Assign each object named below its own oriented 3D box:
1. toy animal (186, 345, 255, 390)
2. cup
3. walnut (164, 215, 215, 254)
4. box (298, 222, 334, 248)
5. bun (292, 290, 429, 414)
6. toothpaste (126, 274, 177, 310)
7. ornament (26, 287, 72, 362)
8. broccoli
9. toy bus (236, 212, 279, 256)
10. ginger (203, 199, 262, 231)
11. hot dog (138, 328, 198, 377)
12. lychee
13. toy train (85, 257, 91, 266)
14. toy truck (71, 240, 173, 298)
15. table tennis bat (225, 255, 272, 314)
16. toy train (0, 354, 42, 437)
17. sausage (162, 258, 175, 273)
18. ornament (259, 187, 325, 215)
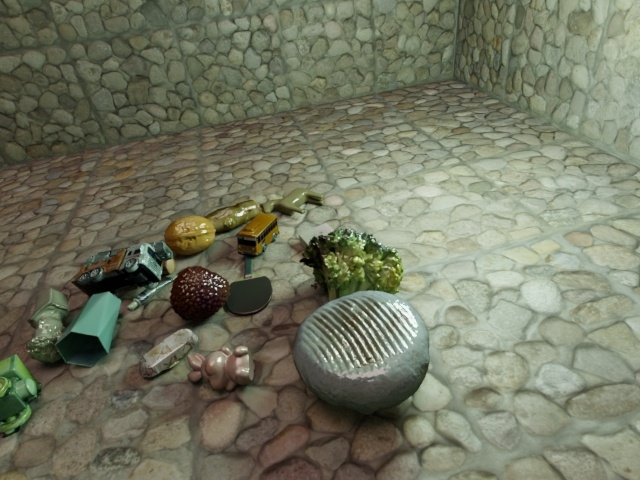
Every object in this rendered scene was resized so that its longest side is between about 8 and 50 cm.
[{"bbox_3d":[-0.293,0.367,1.146,0.212,0.125,0.124,-12,35,6],"label":"toy animal"},{"bbox_3d":[-0.740,0.274,1.339,0.148,0.134,0.236,-34,29,12],"label":"cup"},{"bbox_3d":[-0.535,-0.023,1.684,0.206,0.159,0.159,-11,36,-10],"label":"walnut"},{"bbox_3d":[0.000,0.000,1.634,0.129,0.051,0.129,-23,38,-20],"label":"box"},{"bbox_3d":[0.108,0.294,1.077,0.360,0.212,0.362,-3,38,2],"label":"bun"},{"bbox_3d":[-0.629,0.189,1.519,0.061,0.037,0.216,8,34,28],"label":"toothpaste"},{"bbox_3d":[-0.897,0.287,1.358,0.120,0.130,0.285,-40,40,-1],"label":"ornament"},{"bbox_3d":[0.096,0.120,1.326,0.293,0.347,0.281,-21,47,61],"label":"broccoli"},{"bbox_3d":[-0.253,-0.026,1.657,0.098,0.114,0.201,9,32,20],"label":"toy bus"},{"bbox_3d":[-0.390,-0.104,1.815,0.262,0.116,0.110,-22,78,-25],"label":"ginger"},{"bbox_3d":[-0.470,0.346,1.258,0.099,0.053,0.192,22,48,36],"label":"hot dog"},{"bbox_3d":[-0.411,0.182,1.372,0.187,0.188,0.188,-5,36,4],"label":"lychee"},{"bbox_3d":[-0.966,0.102,1.710,0.045,0.029,0.092,-15,37,4],"label":"toy train"},{"bbox_3d":[-0.718,0.094,1.512,0.337,0.133,0.185,-15,45,11],"label":"toy truck"},{"bbox_3d":[-0.264,0.159,1.495,0.173,0.023,0.301,-11,37,-3],"label":"table tennis bat"},{"bbox_3d":[-0.930,0.450,1.122,0.271,0.159,0.188,-24,32,-20],"label":"toy train"},{"bbox_3d":[-0.699,0.104,1.614,0.233,0.071,0.071,-4,36,8],"label":"sausage"},{"bbox_3d":[-0.141,-0.171,1.888,0.244,0.061,0.230,21,47,32],"label":"ornament"}]
